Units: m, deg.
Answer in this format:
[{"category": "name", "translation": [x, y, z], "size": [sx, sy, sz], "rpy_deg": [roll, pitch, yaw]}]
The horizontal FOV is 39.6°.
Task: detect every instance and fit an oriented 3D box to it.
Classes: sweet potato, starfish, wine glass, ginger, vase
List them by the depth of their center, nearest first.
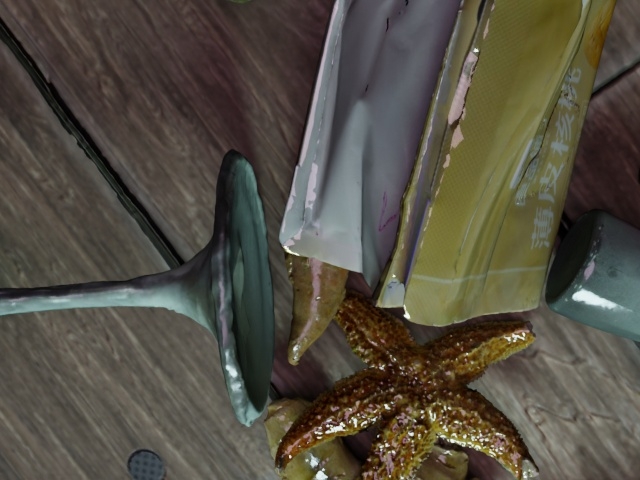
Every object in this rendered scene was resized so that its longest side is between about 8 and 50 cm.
[{"category": "wine glass", "translation": [-0.248, 0.046, 0.677], "size": [0.406, 0.267, 0.267], "rpy_deg": [-6, 99, 4]}, {"category": "vase", "translation": [0.287, 0.056, 0.678], "size": [0.214, 0.086, 0.086], "rpy_deg": [24, 102, -1]}, {"category": "starfish", "translation": [0.066, 0.123, 0.717], "size": [0.227, 0.043, 0.240], "rpy_deg": [-43, 73, -14]}, {"category": "sweet potato", "translation": [0.000, 0.000, 0.719], "size": [0.068, 0.060, 0.206], "rpy_deg": [7, 87, 39]}, {"category": "ginger", "translation": [0.051, 0.196, 0.749], "size": [0.214, 0.059, 0.133], "rpy_deg": [46, 111, 0]}]

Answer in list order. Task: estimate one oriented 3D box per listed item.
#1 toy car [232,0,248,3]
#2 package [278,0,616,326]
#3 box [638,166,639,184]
[{"category": "toy car", "translation": [-0.087, -0.312, 0.658], "size": [0.124, 0.101, 0.257], "rpy_deg": [9, 100, 12]}, {"category": "package", "translation": [0.116, -0.101, 0.607], "size": [0.221, 0.165, 0.311], "rpy_deg": [11, 102, -16]}, {"category": "box", "translation": [0.383, -0.085, 0.605], "size": [0.184, 0.143, 0.273], "rpy_deg": [39, 104, 1]}]
